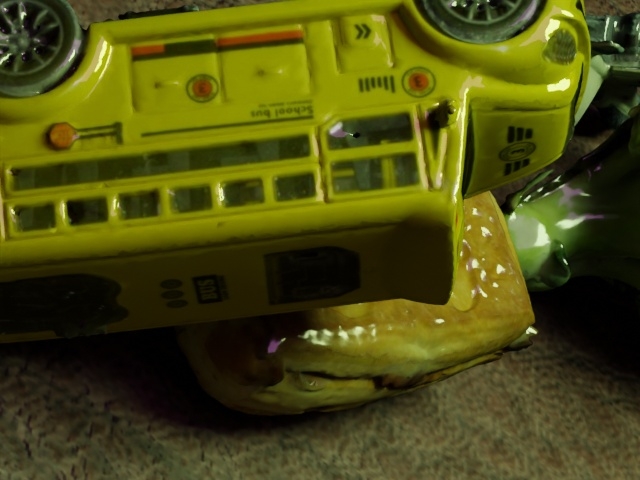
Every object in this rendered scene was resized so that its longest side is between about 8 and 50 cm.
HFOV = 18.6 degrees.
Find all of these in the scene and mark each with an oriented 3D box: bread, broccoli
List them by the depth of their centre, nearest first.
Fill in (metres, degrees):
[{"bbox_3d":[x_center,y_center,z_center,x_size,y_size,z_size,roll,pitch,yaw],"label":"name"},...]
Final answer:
[{"bbox_3d":[0.000,0.000,1.123,0.235,0.099,0.210,-2,61,-39],"label":"bread"},{"bbox_3d":[0.247,0.009,1.257,0.273,0.242,0.180,-29,64,-25],"label":"broccoli"}]

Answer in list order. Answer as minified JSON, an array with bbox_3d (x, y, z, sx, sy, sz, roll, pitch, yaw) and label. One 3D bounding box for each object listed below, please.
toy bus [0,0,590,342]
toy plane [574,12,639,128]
[{"bbox_3d":[-0.027,-0.041,0.962,0.330,0.144,0.152,-7,65,-1],"label":"toy bus"},{"bbox_3d":[0.201,-0.123,1.392,0.262,0.192,0.088,-3,103,-64],"label":"toy plane"}]
